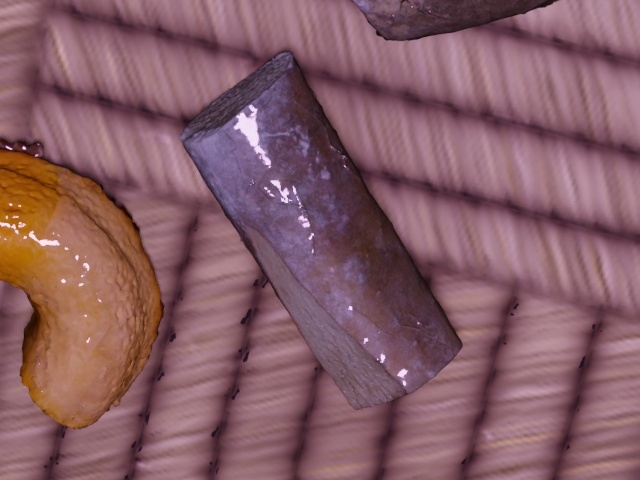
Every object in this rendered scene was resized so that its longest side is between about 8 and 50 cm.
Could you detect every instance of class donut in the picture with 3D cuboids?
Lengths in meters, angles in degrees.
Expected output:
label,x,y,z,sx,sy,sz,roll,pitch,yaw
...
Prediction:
label,x,y,z,sx,sy,sz,roll,pitch,yaw
donut,-0.172,0.027,0.942,0.181,0.078,0.146,2,111,6

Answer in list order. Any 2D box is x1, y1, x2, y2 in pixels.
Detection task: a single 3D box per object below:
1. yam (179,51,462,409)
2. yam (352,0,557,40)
label,x,y,z,sx,sy,sz,roll,pitch,yaw
yam,0.000,0.000,0.911,0.068,0.068,0.169,-28,101,16
yam,0.078,-0.148,0.836,0.183,0.107,0.107,-18,104,17
